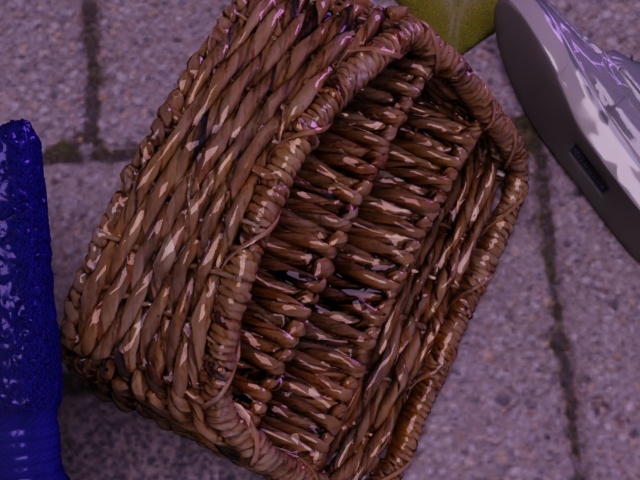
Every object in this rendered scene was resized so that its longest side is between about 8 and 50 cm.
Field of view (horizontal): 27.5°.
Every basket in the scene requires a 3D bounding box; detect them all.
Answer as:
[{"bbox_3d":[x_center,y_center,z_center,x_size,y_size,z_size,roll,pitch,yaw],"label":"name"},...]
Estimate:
[{"bbox_3d":[0.000,0.000,0.837,0.223,0.213,0.299,25,75,9],"label":"basket"}]

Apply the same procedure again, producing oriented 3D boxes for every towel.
[{"bbox_3d":[-0.197,0.088,0.780,0.076,0.227,0.308,-7,94,-32],"label":"towel"}]

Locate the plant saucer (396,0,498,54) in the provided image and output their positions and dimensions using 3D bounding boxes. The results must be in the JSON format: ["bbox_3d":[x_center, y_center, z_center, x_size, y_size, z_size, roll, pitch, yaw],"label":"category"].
[{"bbox_3d":[0.116,-0.265,1.006,0.188,0.045,0.188,-36,76,-10],"label":"plant saucer"}]

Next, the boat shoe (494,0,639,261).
[{"bbox_3d":[0.210,-0.090,0.940,0.081,0.079,0.227,-30,81,-15],"label":"boat shoe"}]
